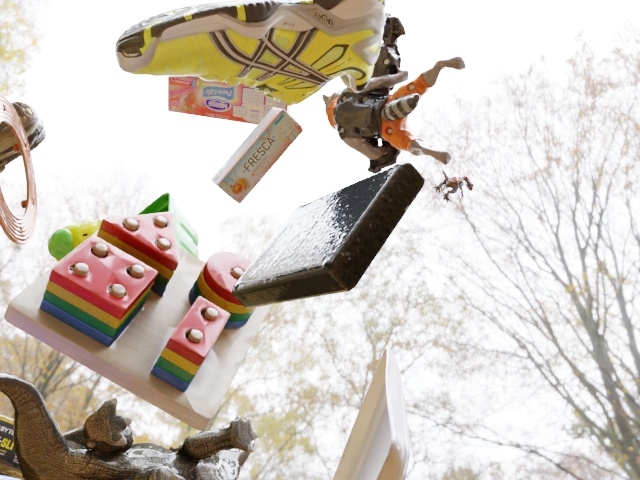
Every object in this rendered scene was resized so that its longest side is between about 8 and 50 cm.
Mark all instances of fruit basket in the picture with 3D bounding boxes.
[{"bbox_3d":[-0.535,0.030,1.702,0.283,0.392,0.392,-35,-66,18],"label":"fruit basket"}]

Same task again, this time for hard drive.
[{"bbox_3d":[0.000,0.000,0.410,0.022,0.094,0.135,46,-29,-16],"label":"hard drive"}]

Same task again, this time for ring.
[{"bbox_3d":[-0.704,-0.156,1.381,0.032,0.337,0.337,-8,-51,-9],"label":"ring"}]

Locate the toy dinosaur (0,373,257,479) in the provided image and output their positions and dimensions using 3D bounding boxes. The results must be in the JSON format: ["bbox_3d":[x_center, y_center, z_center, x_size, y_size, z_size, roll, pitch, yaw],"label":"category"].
[{"bbox_3d":[-0.156,0.196,0.500,0.160,0.121,0.313,-33,-40,32],"label":"toy dinosaur"}]

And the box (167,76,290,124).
[{"bbox_3d":[-0.220,-0.392,1.541,0.299,0.142,0.154,8,-59,-1],"label":"box"}]

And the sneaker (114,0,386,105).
[{"bbox_3d":[-0.076,-0.251,0.832,0.384,0.145,0.147,-13,-63,-21],"label":"sneaker"}]

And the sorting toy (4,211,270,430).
[{"bbox_3d":[-0.195,0.064,0.771,0.257,0.255,0.089,31,-62,-3],"label":"sorting toy"}]

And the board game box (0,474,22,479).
[{"bbox_3d":[-0.435,0.353,0.550,0.141,0.291,0.232,9,-20,8],"label":"board game box"}]

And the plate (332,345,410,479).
[{"bbox_3d":[0.056,0.311,0.790,0.045,0.278,0.277,21,-77,1],"label":"plate"}]

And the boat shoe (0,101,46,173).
[{"bbox_3d":[-0.862,-0.213,1.566,0.355,0.132,0.130,-28,-26,-6],"label":"boat shoe"}]

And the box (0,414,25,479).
[{"bbox_3d":[-0.526,0.414,1.138,0.322,0.079,0.257,36,-40,-29],"label":"box"}]

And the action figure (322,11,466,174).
[{"bbox_3d":[0.127,-0.302,1.246,0.330,0.178,0.342,7,-79,49],"label":"action figure"}]

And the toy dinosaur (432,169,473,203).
[{"bbox_3d":[0.230,-0.093,1.023,0.047,0.082,0.090,43,-30,19],"label":"toy dinosaur"}]

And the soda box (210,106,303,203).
[{"bbox_3d":[-0.116,-0.157,1.122,0.058,0.063,0.183,42,-94,-26],"label":"soda box"}]
